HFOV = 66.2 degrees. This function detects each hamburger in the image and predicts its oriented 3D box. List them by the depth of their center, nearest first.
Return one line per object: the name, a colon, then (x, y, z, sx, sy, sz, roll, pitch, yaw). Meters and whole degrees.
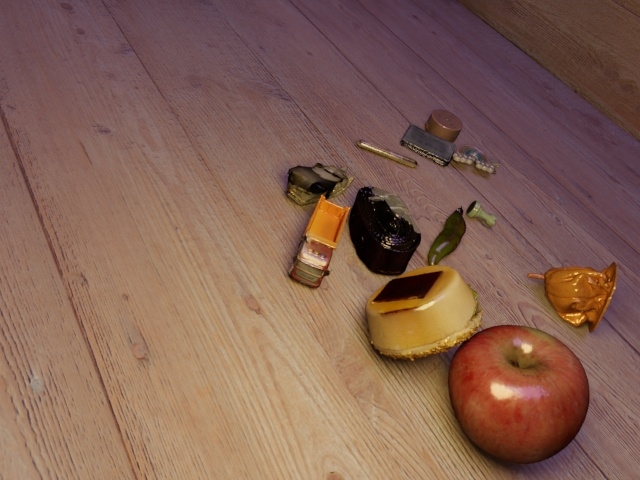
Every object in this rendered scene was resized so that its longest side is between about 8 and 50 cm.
hamburger: (0.257, 0.188, 1.242, 0.302, 0.302, 0.170, -36, 106, -42)

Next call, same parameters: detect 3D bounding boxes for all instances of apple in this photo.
apple: (0.463, 0.368, 1.180, 0.344, 0.270, 0.345, 0, 32, 0)

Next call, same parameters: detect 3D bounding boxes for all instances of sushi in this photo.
sushi: (0.000, -0.183, 1.615, 0.134, 0.109, 0.273, 35, 31, 17)

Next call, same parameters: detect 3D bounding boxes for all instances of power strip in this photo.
power strip: (0.535, -0.500, 2.140, 0.154, 0.078, 0.154, 12, 46, -13)

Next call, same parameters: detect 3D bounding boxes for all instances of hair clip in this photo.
hair clip: (0.645, -0.338, 2.044, 0.220, 0.054, 0.140, 19, 46, -10)

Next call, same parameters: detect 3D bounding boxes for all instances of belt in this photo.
belt: (0.193, -0.044, 1.508, 0.184, 0.164, 0.289, -4, 48, -19)

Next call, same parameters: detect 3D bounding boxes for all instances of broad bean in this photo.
broad bean: (0.439, -0.016, 1.657, 0.077, 0.061, 0.339, 27, 43, 13)

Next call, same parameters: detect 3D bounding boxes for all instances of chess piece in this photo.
chess piece: (0.593, -0.095, 1.799, 0.103, 0.067, 0.067, 31, 44, -5)

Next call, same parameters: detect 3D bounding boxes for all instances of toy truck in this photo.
toy truck: (0.000, 0.000, 1.404, 0.114, 0.135, 0.271, 23, 44, -2)

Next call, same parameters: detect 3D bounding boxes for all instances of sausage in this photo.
sausage: (0.260, -0.336, 1.902, 0.268, 0.033, 0.033, 20, 44, -5)

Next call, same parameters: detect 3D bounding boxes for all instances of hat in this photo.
hat: (0.782, 0.145, 1.570, 0.233, 0.234, 0.244, 18, -1, 22)

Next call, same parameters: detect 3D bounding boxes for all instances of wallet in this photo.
wallet: (0.450, -0.398, 2.038, 0.222, 0.036, 0.167, 29, 44, 5)
